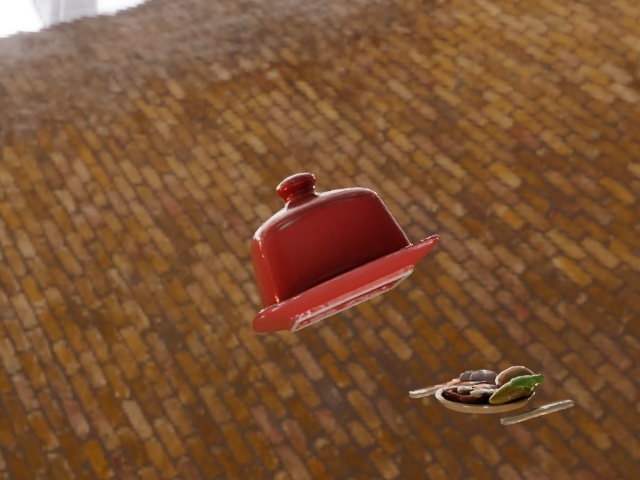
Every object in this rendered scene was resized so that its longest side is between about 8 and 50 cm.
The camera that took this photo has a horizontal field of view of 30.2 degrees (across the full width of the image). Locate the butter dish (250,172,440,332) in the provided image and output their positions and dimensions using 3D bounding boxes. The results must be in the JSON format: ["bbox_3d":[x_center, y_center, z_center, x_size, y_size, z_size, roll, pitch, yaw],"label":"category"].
[{"bbox_3d":[0.000,0.000,0.987,0.160,0.160,0.118,-24,-96,-8],"label":"butter dish"}]

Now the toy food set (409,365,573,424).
[{"bbox_3d":[0.209,0.184,1.492,0.132,0.038,0.192,-9,-170,-35],"label":"toy food set"}]
